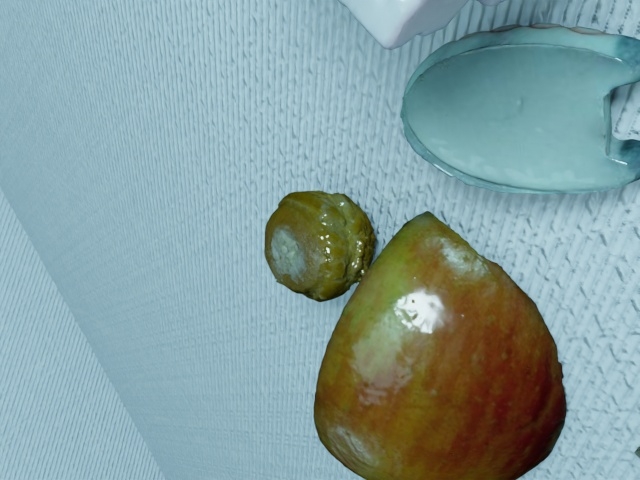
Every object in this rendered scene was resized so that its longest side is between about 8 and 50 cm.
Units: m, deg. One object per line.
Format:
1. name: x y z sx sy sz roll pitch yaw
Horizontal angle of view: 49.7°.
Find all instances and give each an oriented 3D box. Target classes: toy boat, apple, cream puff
1. toy boat: 0.163 -0.107 0.549 0.207 0.079 0.134 6 129 36
2. apple: 0.118 0.155 0.743 0.179 0.253 0.346 -95 6 -53
3. cream puff: 0.003 0.002 0.787 0.143 0.103 0.127 -5 98 52

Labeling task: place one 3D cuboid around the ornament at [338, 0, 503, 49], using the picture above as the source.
1. ornament: 0.080 -0.292 0.350 0.239 0.239 0.240 50 145 11

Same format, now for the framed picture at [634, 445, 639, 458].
1. framed picture: 0.375 0.240 0.526 0.250 0.016 0.184 46 165 18
